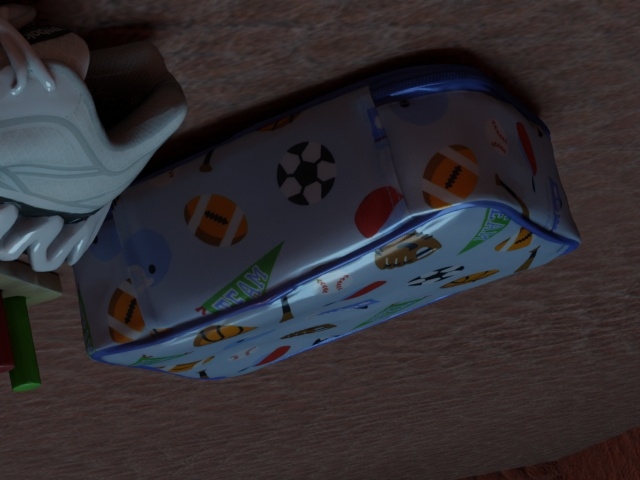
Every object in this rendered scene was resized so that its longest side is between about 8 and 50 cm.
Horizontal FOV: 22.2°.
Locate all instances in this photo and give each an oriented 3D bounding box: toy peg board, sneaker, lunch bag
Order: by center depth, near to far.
[{"bbox_3d":[-0.172,-0.059,0.698,0.118,0.110,0.292,-34,162,27],"label":"sneaker"},{"bbox_3d":[0.000,0.000,1.024,0.303,0.115,0.243,-20,166,20],"label":"lunch bag"},{"bbox_3d":[-0.274,0.071,1.100,0.161,0.079,0.160,-18,165,14],"label":"toy peg board"}]
